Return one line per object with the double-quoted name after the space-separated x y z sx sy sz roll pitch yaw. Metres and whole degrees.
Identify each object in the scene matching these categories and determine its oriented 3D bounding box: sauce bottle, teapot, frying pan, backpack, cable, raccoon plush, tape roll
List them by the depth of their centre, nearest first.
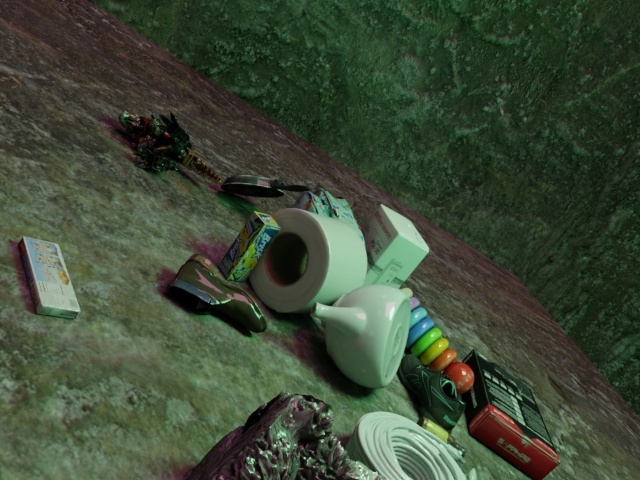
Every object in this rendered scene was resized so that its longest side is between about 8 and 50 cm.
-0.058 0.407 0.753 0.299 0.216 0.446 51 47 0 "raccoon plush"
0.161 0.430 1.134 0.257 0.089 0.257 37 19 9 "cable"
0.275 0.451 1.394 0.128 0.042 0.042 34 17 -5 "sauce bottle"
0.091 0.209 1.413 0.187 0.256 0.252 12 30 22 "teapot"
-0.032 0.054 1.483 0.246 0.246 0.169 47 19 31 "tape roll"
0.000 0.000 1.729 0.191 0.225 0.254 14 38 -45 "backpack"
-0.178 -0.167 1.819 0.197 0.053 0.326 9 -8 -25 "frying pan"

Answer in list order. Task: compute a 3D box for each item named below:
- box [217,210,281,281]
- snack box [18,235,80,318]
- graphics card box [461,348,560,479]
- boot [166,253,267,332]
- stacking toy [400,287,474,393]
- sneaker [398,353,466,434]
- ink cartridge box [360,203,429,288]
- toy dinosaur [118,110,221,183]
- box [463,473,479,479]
-0.168 0.016 1.438 0.059 0.169 0.054 14 28 -51 "box"
-0.451 0.059 1.016 0.064 0.022 0.178 18 25 -45 "snack box"
0.513 0.474 1.719 0.232 0.094 0.371 35 18 -5 "graphics card box"
-0.213 0.133 1.252 0.219 0.082 0.106 41 39 0 "boot"
0.302 0.298 1.739 0.330 0.141 0.141 50 20 18 "stacking toy"
0.282 0.365 1.529 0.101 0.106 0.267 26 19 -28 "sneaker"
0.155 0.064 1.756 0.117 0.283 0.207 30 18 -23 "ink cartridge box"
-0.427 -0.274 1.749 0.321 0.165 0.218 12 4 -7 "toy dinosaur"
0.334 0.511 1.215 0.109 0.043 0.178 29 -12 -20 "box"
